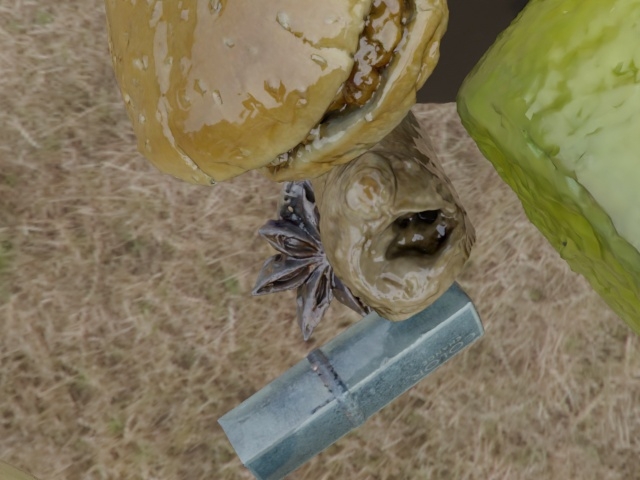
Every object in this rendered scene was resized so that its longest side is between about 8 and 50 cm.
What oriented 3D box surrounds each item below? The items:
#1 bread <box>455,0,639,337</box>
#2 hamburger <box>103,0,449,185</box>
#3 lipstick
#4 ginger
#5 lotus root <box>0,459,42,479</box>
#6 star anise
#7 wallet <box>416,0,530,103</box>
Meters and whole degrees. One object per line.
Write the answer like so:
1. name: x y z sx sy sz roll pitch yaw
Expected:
1. bread: 0.288 -0.075 0.718 0.348 0.348 0.308 45 91 7
2. hamburger: -0.046 -0.182 0.726 0.259 0.144 0.283 -42 51 42
3. lipstick: 0.037 0.141 1.137 0.289 0.077 0.076 -34 48 -4
4. ginger: 0.048 -0.052 1.003 0.130 0.276 0.221 -30 97 9
5. lotus root: -0.172 0.147 0.551 0.150 0.062 0.073 24 67 1
6. star anise: 0.001 0.000 1.426 0.230 0.081 0.262 -28 114 -9
7. wallet: 0.179 -0.266 0.962 0.228 0.406 0.062 -4 60 -18
